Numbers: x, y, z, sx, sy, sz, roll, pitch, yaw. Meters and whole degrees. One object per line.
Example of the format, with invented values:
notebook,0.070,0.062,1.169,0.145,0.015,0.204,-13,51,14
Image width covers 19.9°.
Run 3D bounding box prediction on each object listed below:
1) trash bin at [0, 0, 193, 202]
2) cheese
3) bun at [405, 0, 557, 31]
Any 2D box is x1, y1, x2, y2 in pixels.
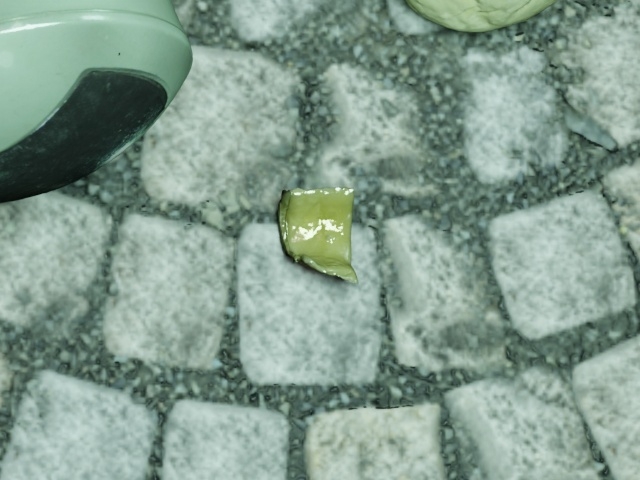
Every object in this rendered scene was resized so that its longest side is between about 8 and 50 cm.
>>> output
trash bin,-0.267,-0.240,1.350,0.280,0.280,0.432,-13,77,-12
cheese,0.000,0.002,1.459,0.060,0.041,0.084,-1,63,-17
bun,0.142,-0.291,1.490,0.229,0.145,0.229,4,77,-18
